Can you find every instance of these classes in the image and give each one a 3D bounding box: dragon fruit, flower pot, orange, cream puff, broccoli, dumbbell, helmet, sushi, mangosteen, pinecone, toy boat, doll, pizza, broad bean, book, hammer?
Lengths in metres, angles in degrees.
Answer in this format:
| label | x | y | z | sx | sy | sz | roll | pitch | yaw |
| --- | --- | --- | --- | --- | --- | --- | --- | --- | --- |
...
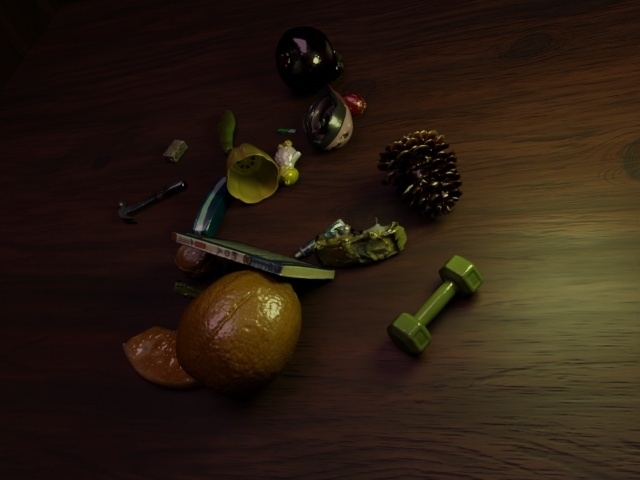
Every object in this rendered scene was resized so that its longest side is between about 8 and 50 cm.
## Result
| label | x | y | z | sx | sy | sz | roll | pitch | yaw |
| --- | --- | --- | --- | --- | --- | --- | --- | --- | --- |
| dragon fruit | 0.088 | -0.521 | 2.196 | 0.190 | 0.094 | 0.094 | -6 | 51 | 32 |
| flower pot | -0.262 | -0.260 | 2.070 | 0.195 | 0.195 | 0.179 | -28 | 37 | -1 |
| orange | -0.218 | 0.244 | 1.562 | 0.322 | 0.322 | 0.357 | 23 | 64 | 34 |
| cream puff | -0.415 | 0.068 | 1.915 | 0.144 | 0.103 | 0.126 | 13 | 65 | 29 |
| broccoli | -0.356 | 0.179 | 1.751 | 0.204 | 0.122 | 0.118 | 23 | 92 | -10 |
| dumbbell | 0.313 | 0.173 | 1.545 | 0.302 | 0.121 | 0.108 | -45 | 23 | -15 |
| helmet | 0.042 | -0.439 | 2.106 | 0.198 | 0.154 | 0.253 | -45 | 26 | 36 |
| sushi | 0.115 | -0.001 | 1.744 | 0.291 | 0.139 | 0.131 | -8 | 44 | 18 |
| mangosteen | -0.032 | -0.736 | 2.322 | 0.302 | 0.275 | 0.275 | -16 | 40 | -35 |
| pinecone | 0.318 | -0.200 | 1.757 | 0.246 | 0.246 | 0.292 | -27 | 64 | 0 |
| toy boat | -0.380 | -0.126 | 2.063 | 0.062 | 0.096 | 0.299 | 8 | 54 | 14 |
| doll | -0.125 | -0.280 | 2.092 | 0.129 | 0.081 | 0.207 | -27 | 48 | 25 |
| pizza | -0.458 | 0.353 | 1.727 | 0.365 | 0.074 | 0.182 | 5 | 58 | 25 |
| broad bean | -0.382 | -0.433 | 2.328 | 0.075 | 0.067 | 0.325 | -40 | 45 | 29 |
| book | -0.203 | 0.047 | 1.738 | 0.428 | 0.300 | 0.039 | 16 | 92 | 31 |
| hammer | -0.658 | -0.160 | 2.232 | 0.290 | 0.037 | 0.137 | -27 | 48 | 0 |

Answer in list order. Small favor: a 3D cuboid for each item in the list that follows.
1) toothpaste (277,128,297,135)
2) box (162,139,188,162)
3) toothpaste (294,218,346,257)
| label | x | y | z | sx | sy | sz | roll | pitch | yaw |
| --- | --- | --- | --- | --- | --- | --- | --- | --- | --- |
| toothpaste | -0.131 | -0.430 | 2.250 | 0.083 | 0.020 | 0.017 | 10 | 60 | 28 |
| box | -0.608 | -0.374 | 2.376 | 0.062 | 0.045 | 0.098 | 15 | 59 | 30 |
| toothpaste | 0.000 | 0.000 | 1.853 | 0.197 | 0.035 | 0.057 | -33 | 65 | -8 |
